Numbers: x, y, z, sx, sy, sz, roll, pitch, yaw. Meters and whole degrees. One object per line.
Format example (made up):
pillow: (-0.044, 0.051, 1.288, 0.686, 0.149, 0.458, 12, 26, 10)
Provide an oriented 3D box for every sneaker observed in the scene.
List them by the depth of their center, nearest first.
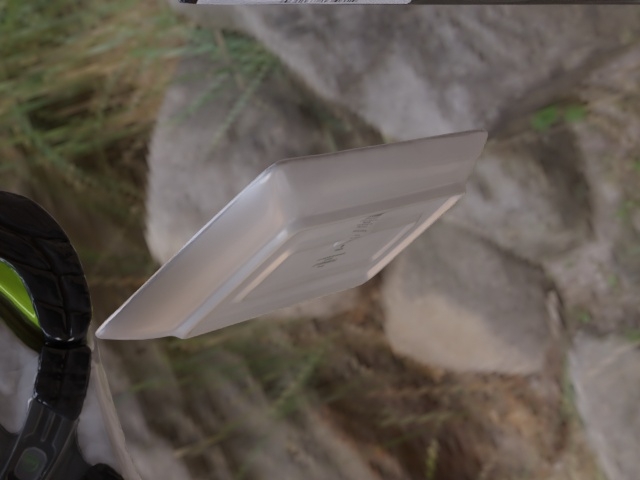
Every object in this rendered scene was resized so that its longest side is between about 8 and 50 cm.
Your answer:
sneaker: (-0.127, 0.132, 0.816, 0.121, 0.111, 0.300, 110, 149, -68)

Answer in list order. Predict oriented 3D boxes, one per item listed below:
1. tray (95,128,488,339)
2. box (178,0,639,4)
tray: (0.000, 0.000, 0.991, 0.145, 0.270, 0.030, -43, 76, 26)
box: (0.080, -0.226, 0.612, 0.073, 0.293, 0.295, 136, 128, -65)
